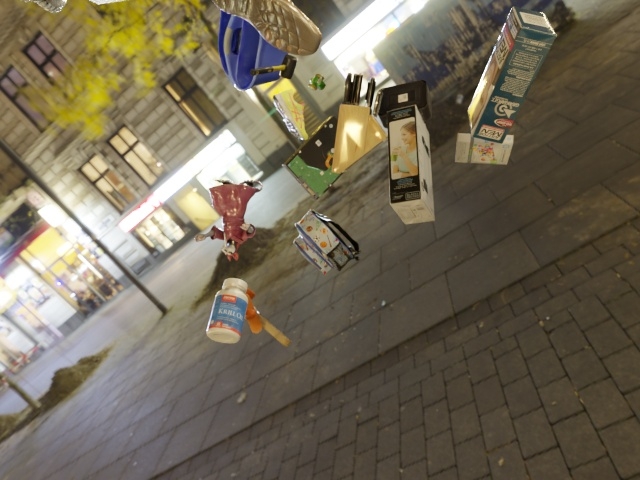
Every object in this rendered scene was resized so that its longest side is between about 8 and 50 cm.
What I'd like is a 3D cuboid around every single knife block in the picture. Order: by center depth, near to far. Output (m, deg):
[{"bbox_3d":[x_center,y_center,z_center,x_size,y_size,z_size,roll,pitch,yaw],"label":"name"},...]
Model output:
[{"bbox_3d":[0.091,-0.379,1.528,0.276,0.242,0.088,-37,1,15],"label":"knife block"}]

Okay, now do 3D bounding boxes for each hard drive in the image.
[{"bbox_3d":[0.015,-0.394,2.322,0.339,0.237,0.064,-48,20,-9],"label":"hard drive"}]

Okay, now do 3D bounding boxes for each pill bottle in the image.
[{"bbox_3d":[-0.337,0.257,1.795,0.124,0.124,0.221,-27,45,42],"label":"pill bottle"}]

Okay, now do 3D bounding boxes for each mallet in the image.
[{"bbox_3d":[-0.130,-0.454,1.310,0.190,0.039,0.062,-41,-22,-45],"label":"mallet"}]

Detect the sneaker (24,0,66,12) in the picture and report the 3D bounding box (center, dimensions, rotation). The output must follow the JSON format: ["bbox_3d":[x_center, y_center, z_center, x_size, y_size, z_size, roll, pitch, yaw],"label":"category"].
[{"bbox_3d":[-0.826,-0.769,1.457,0.118,0.110,0.292,-33,18,7],"label":"sneaker"}]

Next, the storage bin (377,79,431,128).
[{"bbox_3d":[0.300,-0.487,1.737,0.180,0.084,0.122,-6,66,22],"label":"storage bin"}]

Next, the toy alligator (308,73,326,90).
[{"bbox_3d":[-0.002,-0.569,1.764,0.056,0.051,0.189,-54,20,9],"label":"toy alligator"}]

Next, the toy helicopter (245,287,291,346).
[{"bbox_3d":[-0.267,0.333,2.093,0.140,0.355,0.235,-50,-2,-11],"label":"toy helicopter"}]

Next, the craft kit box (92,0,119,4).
[{"bbox_3d":[-0.744,-1.000,1.770,0.247,0.061,0.249,19,91,42],"label":"craft kit box"}]

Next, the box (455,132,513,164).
[{"bbox_3d":[0.582,-0.327,1.738,0.186,0.145,0.038,5,69,14],"label":"box"}]

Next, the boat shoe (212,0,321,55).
[{"bbox_3d":[-0.126,-0.591,1.218,0.116,0.324,0.123,-55,1,-36],"label":"boat shoe"}]

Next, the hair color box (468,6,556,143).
[{"bbox_3d":[0.560,-0.488,1.457,0.174,0.105,0.347,-77,0,-47],"label":"hair color box"}]

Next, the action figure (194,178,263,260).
[{"bbox_3d":[-0.405,-0.092,2.197,0.248,0.370,0.276,3,10,9],"label":"action figure"}]

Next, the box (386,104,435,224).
[{"bbox_3d":[0.255,-0.210,1.369,0.087,0.169,0.289,-7,70,24],"label":"box"}]

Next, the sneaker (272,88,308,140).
[{"bbox_3d":[-0.090,-0.475,1.831,0.094,0.208,0.081,-37,29,-12],"label":"sneaker"}]

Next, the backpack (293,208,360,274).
[{"bbox_3d":[0.000,0.000,2.143,0.213,0.263,0.276,-40,28,-8],"label":"backpack"}]

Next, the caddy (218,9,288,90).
[{"bbox_3d":[-0.235,-0.663,1.589,0.179,0.241,0.341,-22,-30,-32],"label":"caddy"}]
